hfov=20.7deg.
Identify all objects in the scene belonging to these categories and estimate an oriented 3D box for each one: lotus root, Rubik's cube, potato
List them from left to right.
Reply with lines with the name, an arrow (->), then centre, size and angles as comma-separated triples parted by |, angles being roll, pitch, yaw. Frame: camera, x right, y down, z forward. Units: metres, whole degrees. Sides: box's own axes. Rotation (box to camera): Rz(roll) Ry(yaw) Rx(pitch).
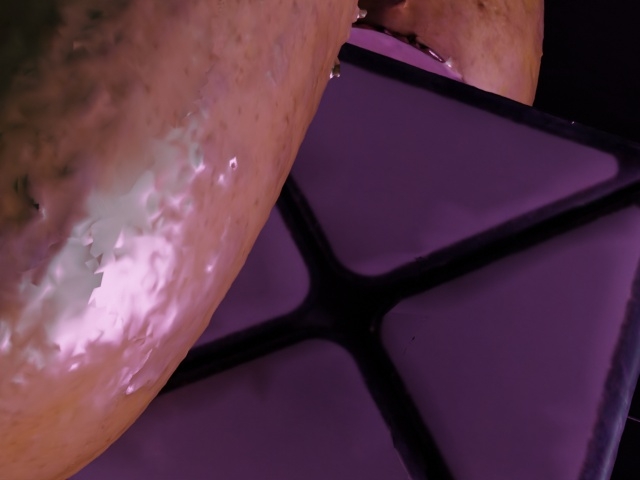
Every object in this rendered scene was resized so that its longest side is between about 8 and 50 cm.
lotus root -> -0.081, -0.032, 0.494 | 0.169, 0.151, 0.343 | 102, 7, -57
Rubik's cube -> -0.013, 0.096, 0.951 | 0.307, 0.305, 0.310 | 106, 3, -62
potato -> 0.079, -0.198, 1.307 | 0.229, 0.229, 0.266 | 99, 11, -66
